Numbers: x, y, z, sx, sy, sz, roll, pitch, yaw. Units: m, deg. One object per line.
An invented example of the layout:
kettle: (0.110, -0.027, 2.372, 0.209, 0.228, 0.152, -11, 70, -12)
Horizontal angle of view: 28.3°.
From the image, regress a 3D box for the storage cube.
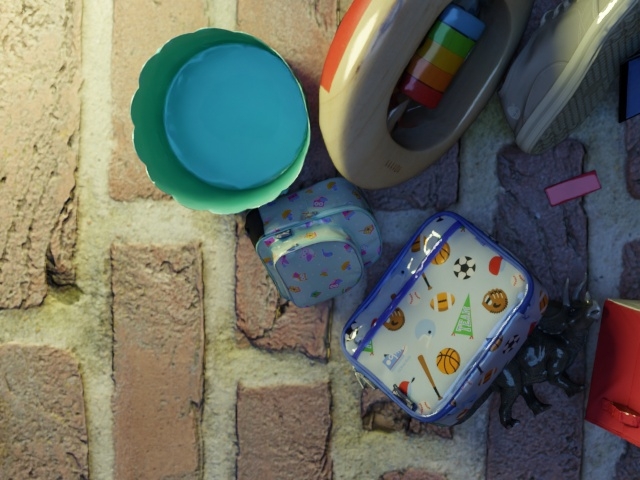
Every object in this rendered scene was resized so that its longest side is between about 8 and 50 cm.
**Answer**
storage cube: (0.535, 0.202, 1.886, 0.215, 0.183, 0.193, 3, 99, -27)

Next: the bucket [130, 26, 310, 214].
bucket: (-0.141, -0.181, 1.908, 0.281, 0.183, 0.281, 1, 97, 4)

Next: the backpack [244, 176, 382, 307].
backpack: (0.000, 0.000, 1.930, 0.188, 0.144, 0.166, -28, 135, -2)

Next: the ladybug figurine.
ladybug figurine: (0.144, -0.290, 1.848, 0.162, 0.305, 0.449, 40, 100, 38)

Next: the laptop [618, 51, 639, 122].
laptop: (0.577, -0.210, 1.812, 0.264, 0.234, 0.136, 29, 83, 18)

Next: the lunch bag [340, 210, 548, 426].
lunch bag: (0.178, 0.121, 1.931, 0.243, 0.115, 0.303, 42, 98, 28)

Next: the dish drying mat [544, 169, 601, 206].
dish drying mat: (0.393, -0.081, 1.974, 0.083, 0.008, 0.032, -20, 95, 7)

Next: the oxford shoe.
oxford shoe: (0.384, -0.303, 1.784, 0.130, 0.169, 0.449, 55, 138, 19)

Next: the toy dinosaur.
toy dinosaur: (0.318, 0.192, 1.980, 0.313, 0.121, 0.160, -30, 78, 18)
